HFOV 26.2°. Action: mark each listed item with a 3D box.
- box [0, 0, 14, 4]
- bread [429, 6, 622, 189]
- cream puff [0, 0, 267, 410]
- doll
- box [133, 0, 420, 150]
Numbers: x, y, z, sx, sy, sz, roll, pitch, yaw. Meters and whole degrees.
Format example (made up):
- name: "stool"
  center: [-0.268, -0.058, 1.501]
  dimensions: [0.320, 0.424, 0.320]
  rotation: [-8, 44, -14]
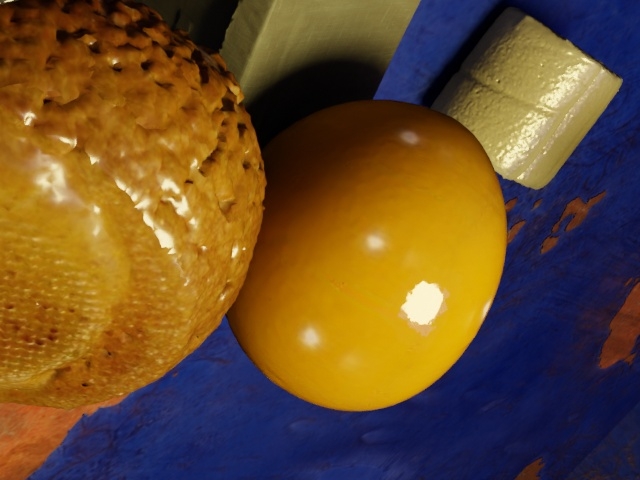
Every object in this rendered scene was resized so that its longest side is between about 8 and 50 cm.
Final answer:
- name: "box"
  center: [-0.285, -0.202, 0.532]
  dimensions: [0.345, 0.204, 0.251]
  rotation: [-27, 149, -28]
- name: "bread"
  center: [0.197, -0.138, 1.328]
  dimensions: [0.141, 0.134, 0.148]
  rotation: [-53, 163, 11]
- name: "cream puff"
  center: [-0.176, -0.043, 0.779]
  dimensions: [0.303, 0.212, 0.303]
  rotation: [2, 136, 2]
- name: "doll"
  center: [0.000, 0.000, 0.909]
  dimensions: [0.236, 0.213, 0.213]
  rotation: [21, 122, -14]
- name: "box"
  center: [-0.059, -0.131, 0.988]
  dimensions: [0.155, 0.149, 0.231]
  rotation: [-15, 142, -41]
